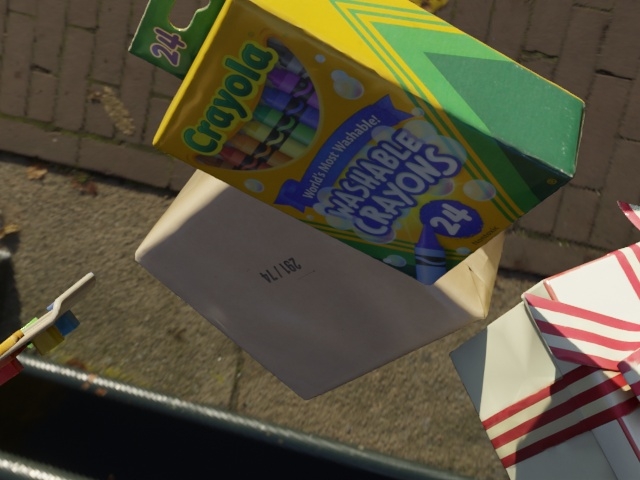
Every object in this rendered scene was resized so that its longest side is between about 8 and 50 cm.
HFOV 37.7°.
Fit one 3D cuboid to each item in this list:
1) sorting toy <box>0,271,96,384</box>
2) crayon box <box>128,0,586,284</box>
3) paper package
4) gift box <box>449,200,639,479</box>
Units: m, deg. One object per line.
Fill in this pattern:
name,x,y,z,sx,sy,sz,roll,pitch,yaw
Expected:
sorting toy,-0.385,0.136,1.255,0.196,0.348,0.047,-39,97,8
crayon box,0.008,-0.100,0.725,0.323,0.083,0.203,27,146,-12
paper package,0.000,0.000,1.088,0.309,0.168,0.325,43,136,-14
gift box,0.300,0.125,0.967,0.255,0.258,0.276,-23,76,-28
